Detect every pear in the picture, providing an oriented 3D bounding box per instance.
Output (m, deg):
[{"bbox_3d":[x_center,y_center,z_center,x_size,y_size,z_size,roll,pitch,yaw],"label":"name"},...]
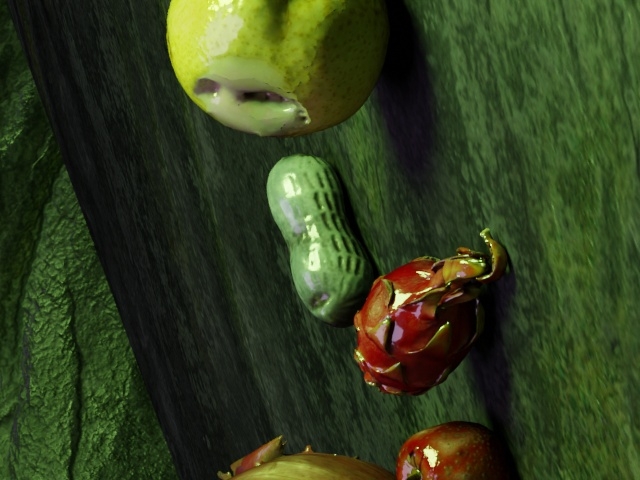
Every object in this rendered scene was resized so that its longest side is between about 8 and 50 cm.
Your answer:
[{"bbox_3d":[-0.029,-0.159,1.493,0.178,0.178,0.178,163,90,-77],"label":"pear"}]

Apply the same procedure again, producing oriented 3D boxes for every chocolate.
[{"bbox_3d":[0.000,0.000,1.769,0.072,0.072,0.167,110,141,-69],"label":"chocolate"}]

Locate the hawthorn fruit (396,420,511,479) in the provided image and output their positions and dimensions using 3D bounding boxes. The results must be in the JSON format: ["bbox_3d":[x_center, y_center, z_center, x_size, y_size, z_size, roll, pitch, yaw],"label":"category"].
[{"bbox_3d":[0.101,0.182,1.550,0.093,0.093,0.093,163,90,-77],"label":"hawthorn fruit"}]

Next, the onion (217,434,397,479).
[{"bbox_3d":[-0.003,0.337,1.708,0.353,0.354,0.353,163,90,-77],"label":"onion"}]

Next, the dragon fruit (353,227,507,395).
[{"bbox_3d":[0.090,0.045,1.482,0.190,0.094,0.094,-51,53,44],"label":"dragon fruit"}]
